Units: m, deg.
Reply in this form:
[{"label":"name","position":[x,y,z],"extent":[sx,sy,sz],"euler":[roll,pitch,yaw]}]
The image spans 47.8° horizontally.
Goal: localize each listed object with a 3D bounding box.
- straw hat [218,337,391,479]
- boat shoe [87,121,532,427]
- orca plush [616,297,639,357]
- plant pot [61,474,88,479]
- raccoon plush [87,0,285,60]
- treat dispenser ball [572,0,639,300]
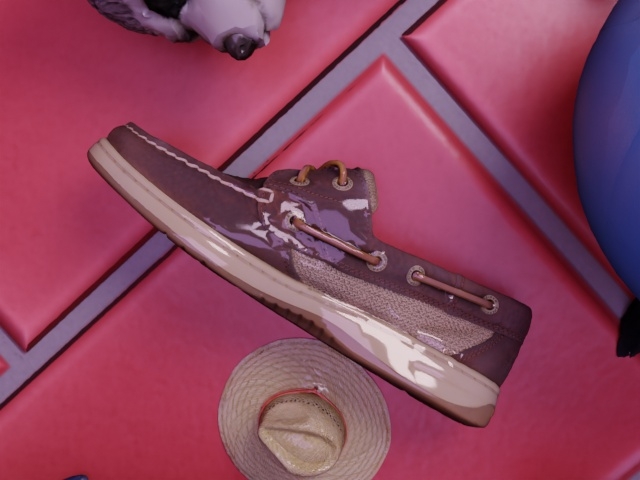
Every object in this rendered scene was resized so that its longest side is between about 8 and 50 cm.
[{"label":"straw hat","position":[-0.015,0.150,0.560],"extent":[0.144,0.061,0.145],"euler":[0,96,4]},{"label":"boat shoe","position":[0.000,0.000,0.526],"extent":[0.342,0.123,0.123],"euler":[32,83,1]},{"label":"orca plush","position":[0.373,0.087,0.507],"extent":[0.287,0.102,0.151],"euler":[26,96,2]},{"label":"plant pot","position":[-0.163,0.312,0.505],"extent":[0.212,0.236,0.236],"euler":[12,96,9]},{"label":"raccoon plush","position":[-0.059,-0.340,0.501],"extent":[0.299,0.216,0.447],"euler":[-15,64,19]},{"label":"treat dispenser ball","position":[0.291,-0.061,0.400],"extent":[0.288,0.288,0.288],"euler":[0,95,4]}]
